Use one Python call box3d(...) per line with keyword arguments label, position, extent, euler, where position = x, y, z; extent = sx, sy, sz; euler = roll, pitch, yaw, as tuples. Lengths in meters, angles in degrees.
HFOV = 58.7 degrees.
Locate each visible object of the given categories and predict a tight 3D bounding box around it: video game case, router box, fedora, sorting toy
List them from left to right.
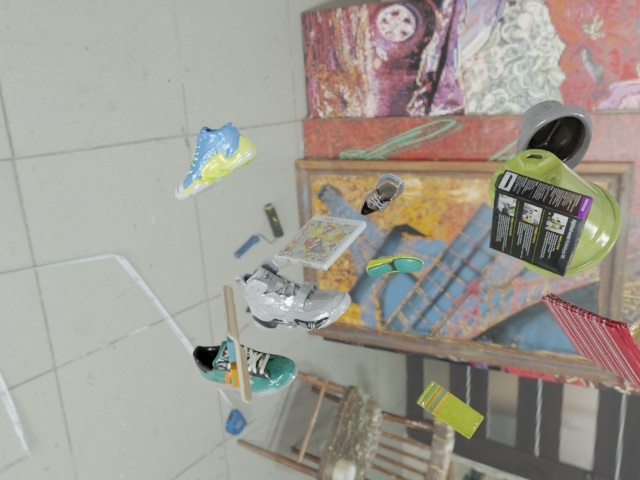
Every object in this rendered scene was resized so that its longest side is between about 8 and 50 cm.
box3d(label="sorting toy", position=(-0.197, 0.235, 1.296), extent=(0.193, 0.038, 0.208), euler=(-112, -167, -57))
box3d(label="video game case", position=(0.000, 0.000, 1.763), extent=(0.227, 0.206, 0.026), euler=(-46, 129, -34))
box3d(label="router box", position=(0.342, -0.024, 0.904), extent=(0.046, 0.133, 0.179), euler=(-56, 154, -20))
box3d(label="fedora", position=(0.700, -0.326, 1.759), extent=(0.275, 0.243, 0.124), euler=(55, 16, -48))

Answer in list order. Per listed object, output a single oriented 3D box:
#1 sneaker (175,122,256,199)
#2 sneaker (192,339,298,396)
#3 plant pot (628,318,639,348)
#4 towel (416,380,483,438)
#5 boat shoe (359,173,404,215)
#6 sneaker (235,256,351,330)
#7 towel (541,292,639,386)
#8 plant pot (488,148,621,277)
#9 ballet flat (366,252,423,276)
box3d(label="sneaker", position=(-0.272, -0.198, 1.369), extent=(0.126, 0.240, 0.091), euler=(60, 17, -5))
box3d(label="sneaker", position=(-0.205, 0.321, 1.464), extent=(0.121, 0.302, 0.108), euler=(60, 37, -35))
box3d(label="plant pot", position=(1.117, 0.368, 1.921), extent=(0.032, 0.236, 0.237), euler=(20, 76, -14))
box3d(label="towel", position=(0.474, 0.618, 2.076), extent=(0.102, 0.237, 0.021), euler=(-55, -178, 1))
box3d(label="boat shoe", position=(0.150, -0.103, 1.408), extent=(0.066, 0.066, 0.183), euler=(-56, -177, -23))
box3d(label="sneaker", position=(-0.097, 0.163, 1.748), extent=(0.210, 0.365, 0.137), euler=(60, 37, -26))
box3d(label="towel", position=(0.622, 0.223, 1.271), extent=(0.031, 0.275, 0.199), euler=(-37, 102, -3))
box3d(label="plant pot", position=(0.549, -0.084, 1.397), extent=(0.253, 0.276, 0.276), euler=(33, 69, -39))
box3d(label="ballet flat", position=(0.289, 0.086, 2.220), extent=(0.077, 0.230, 0.077), euler=(-73, 144, -50))
